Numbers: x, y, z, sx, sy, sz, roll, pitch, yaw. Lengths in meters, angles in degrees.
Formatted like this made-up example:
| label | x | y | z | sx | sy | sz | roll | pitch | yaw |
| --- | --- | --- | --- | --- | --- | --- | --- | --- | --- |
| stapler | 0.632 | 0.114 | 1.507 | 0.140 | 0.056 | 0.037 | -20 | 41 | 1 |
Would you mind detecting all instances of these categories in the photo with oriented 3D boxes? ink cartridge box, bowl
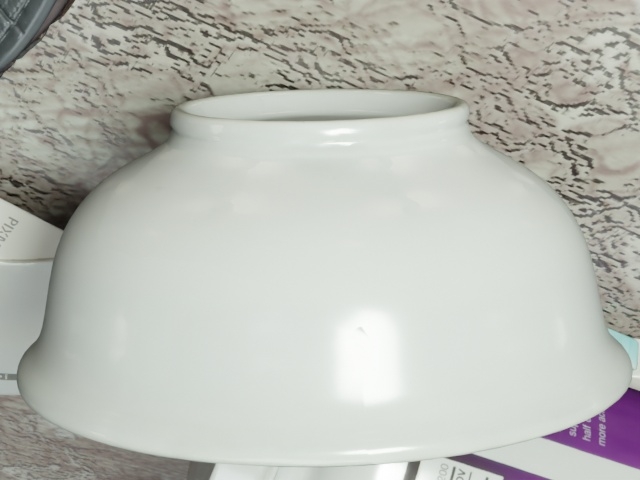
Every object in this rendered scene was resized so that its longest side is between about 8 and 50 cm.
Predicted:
| label | x | y | z | sx | sy | sz | roll | pitch | yaw |
| --- | --- | --- | --- | --- | --- | --- | --- | --- | --- |
| ink cartridge box | -0.179 | 0.051 | 1.024 | 0.225 | 0.056 | 0.181 | 28 | 148 | 6 |
| bowl | 0.000 | 0.000 | 0.801 | 0.298 | 0.134 | 0.298 | -1 | -168 | 0 |

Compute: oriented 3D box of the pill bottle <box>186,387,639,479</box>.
| label | x | y | z | sx | sy | sz | roll | pitch | yaw |
| --- | --- | --- | --- | --- | --- | --- | --- | --- | --- |
| pill bottle | 0.092 | 0.151 | 0.961 | 0.323 | 0.181 | 0.181 | 19 | 148 | -9 |

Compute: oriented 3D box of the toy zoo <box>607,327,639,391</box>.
| label | x | y | z | sx | sy | sz | roll | pitch | yaw |
| --- | --- | --- | --- | --- | --- | --- | --- | --- | --- |
| toy zoo | 0.184 | 0.132 | 1.100 | 0.192 | 0.030 | 0.293 | 1 | 146 | 17 |

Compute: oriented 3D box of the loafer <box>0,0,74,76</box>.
| label | x | y | z | sx | sy | sz | roll | pitch | yaw |
| --- | --- | --- | --- | --- | --- | --- | --- | --- | --- |
| loafer | -0.188 | -0.116 | 0.804 | 0.109 | 0.095 | 0.302 | 52 | 134 | -5 |
